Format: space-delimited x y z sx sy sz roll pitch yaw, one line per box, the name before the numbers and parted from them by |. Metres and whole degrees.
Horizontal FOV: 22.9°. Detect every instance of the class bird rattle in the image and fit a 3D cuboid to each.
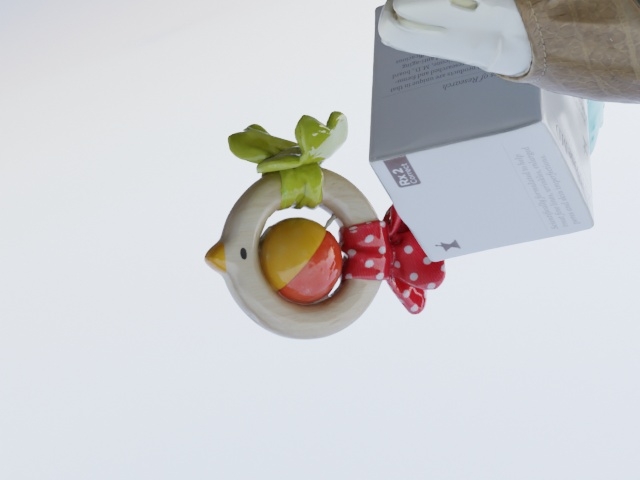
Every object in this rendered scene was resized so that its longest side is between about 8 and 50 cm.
bird rattle | 0.000 0.000 1.503 0.207 0.253 0.143 -51 -155 -16

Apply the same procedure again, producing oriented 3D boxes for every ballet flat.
ballet flat | 0.058 -0.188 0.919 0.124 0.342 0.116 -34 171 -18

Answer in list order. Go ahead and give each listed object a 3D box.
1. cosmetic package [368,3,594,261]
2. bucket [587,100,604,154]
cosmetic package | 0.138 -0.107 1.347 0.151 0.151 0.184 -13 -129 21
bucket | 0.247 -0.217 2.078 0.281 0.183 0.281 -1 -125 2
